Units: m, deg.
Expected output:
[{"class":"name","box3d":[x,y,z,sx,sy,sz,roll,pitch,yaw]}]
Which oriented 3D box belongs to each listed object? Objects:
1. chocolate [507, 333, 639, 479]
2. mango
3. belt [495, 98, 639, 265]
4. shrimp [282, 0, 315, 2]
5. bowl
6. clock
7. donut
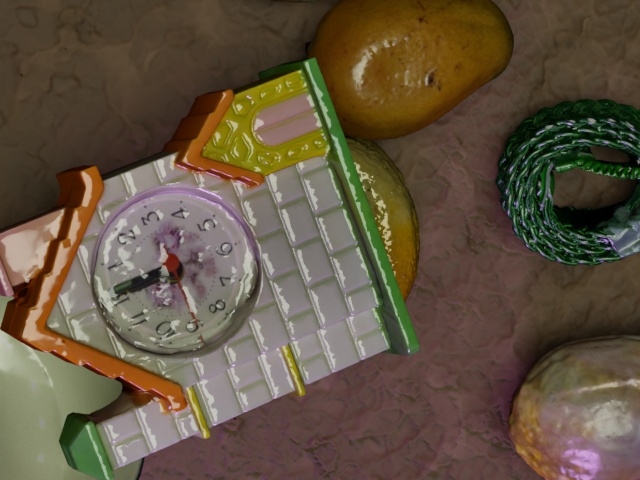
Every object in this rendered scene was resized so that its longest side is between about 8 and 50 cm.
[{"class":"chocolate","box3d":[0.297,0.126,1.343,0.309,0.134,0.134,-3,96,-8]},{"class":"mango","box3d":[0.063,-0.142,1.300,0.165,0.089,0.115,-35,100,-8]},{"class":"belt","box3d":[0.212,-0.048,1.342,0.151,0.079,0.121,-5,107,3]},{"class":"shrimp","box3d":[0.046,-0.378,1.284,0.445,0.085,0.272,-42,95,2]},{"class":"bowl","box3d":[-0.249,0.124,1.237,0.126,0.238,0.237,-28,103,40]},{"class":"clock","box3d":[-0.092,0.022,1.194,0.255,0.106,0.219,-23,98,-18]},{"class":"donut","box3d":[0.000,0.000,1.316,0.162,0.065,0.178,-12,99,-7]}]
